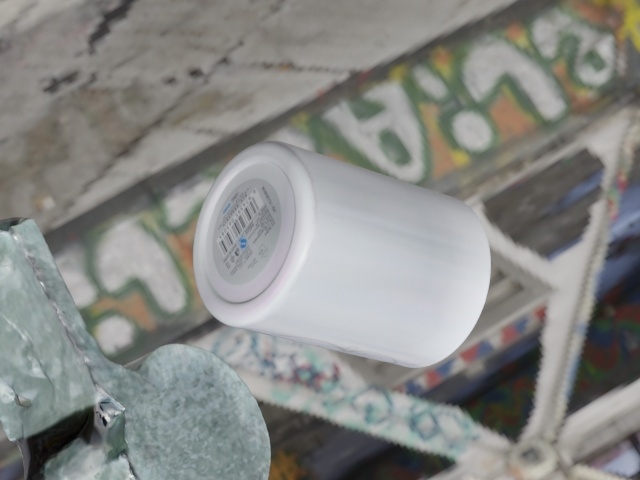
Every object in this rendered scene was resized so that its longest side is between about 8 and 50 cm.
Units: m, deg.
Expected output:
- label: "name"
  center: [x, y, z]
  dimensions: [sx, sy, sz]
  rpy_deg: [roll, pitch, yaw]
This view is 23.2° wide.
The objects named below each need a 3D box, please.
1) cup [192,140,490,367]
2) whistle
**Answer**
- label: "cup"
  center: [0.000, 0.010, 0.839]
  dimensions: [0.133, 0.099, 0.136]
  rpy_deg: [15, 168, -39]
- label: "whistle"
  center: [-0.220, 0.169, 1.504]
  dimensions: [0.168, 0.405, 0.188]
  rpy_deg: [-26, -150, 40]
